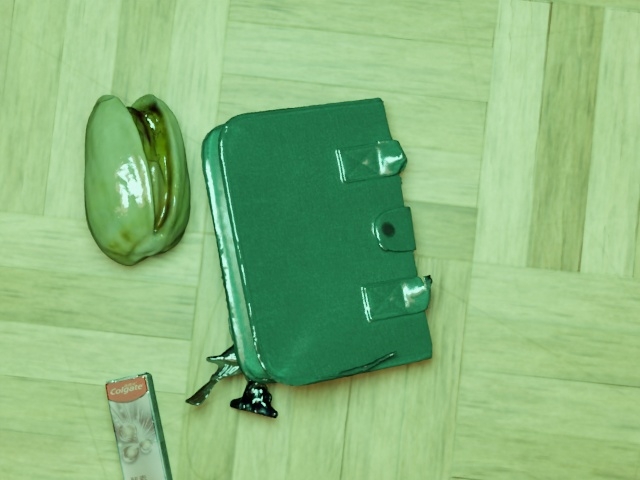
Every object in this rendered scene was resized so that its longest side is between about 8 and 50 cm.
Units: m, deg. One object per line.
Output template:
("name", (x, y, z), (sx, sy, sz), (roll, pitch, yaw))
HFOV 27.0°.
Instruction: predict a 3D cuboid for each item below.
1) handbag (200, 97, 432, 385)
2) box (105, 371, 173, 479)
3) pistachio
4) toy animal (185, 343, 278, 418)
("handbag", (-0.001, 0.000, 1.580), (0.238, 0.089, 0.326), (-10, 86, -19))
("box", (-0.211, 0.270, 1.612), (0.055, 0.039, 0.218), (-13, 87, 0))
("pistachio", (-0.224, -0.074, 1.597), (0.129, 0.131, 0.206), (1, 79, -45))
("toy animal", (-0.072, 0.132, 1.607), (0.105, 0.070, 0.202), (36, 80, -19))
